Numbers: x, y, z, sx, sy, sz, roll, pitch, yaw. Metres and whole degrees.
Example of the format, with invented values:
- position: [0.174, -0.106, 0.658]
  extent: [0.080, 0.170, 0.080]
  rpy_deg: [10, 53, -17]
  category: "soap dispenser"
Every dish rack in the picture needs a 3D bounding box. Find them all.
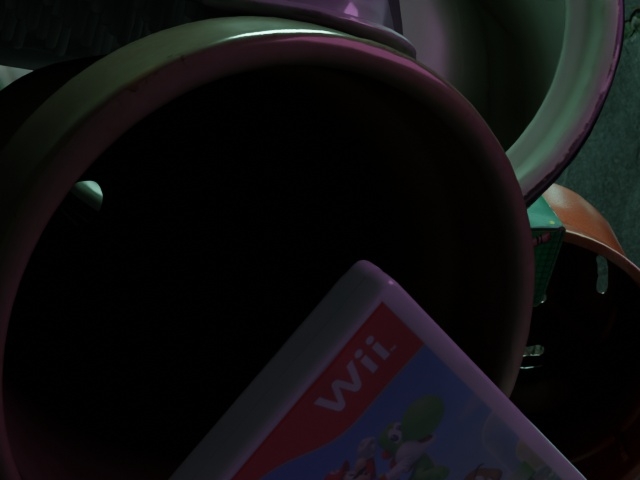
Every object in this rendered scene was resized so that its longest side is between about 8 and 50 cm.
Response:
- position: [-0.110, -0.132, 0.972]
  extent: [0.333, 0.072, 0.285]
  rpy_deg: [9, -4, 5]
  category: "dish rack"

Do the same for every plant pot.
- position: [-0.070, 0.008, 0.890]
  extent: [0.263, 0.263, 0.229]
  rpy_deg: [48, -8, -33]
  category: "plant pot"
- position: [0.183, 0.076, 1.760]
  extent: [0.272, 0.272, 0.265]
  rpy_deg: [51, 15, -11]
  category: "plant pot"

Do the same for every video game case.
- position: [0.028, 0.159, 0.847]
  extent: [0.025, 0.204, 0.285]
  rpy_deg: [36, -7, 46]
  category: "video game case"

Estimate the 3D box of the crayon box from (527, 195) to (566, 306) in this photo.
- position: [0.028, -0.022, 1.505]
  extent: [0.278, 0.081, 0.165]
  rpy_deg: [-1, 35, -22]
  category: "crayon box"

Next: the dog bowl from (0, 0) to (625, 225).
- position: [-0.022, -0.126, 1.230]
  extent: [0.408, 0.408, 0.150]
  rpy_deg: [56, -19, 21]
  category: "dog bowl"
